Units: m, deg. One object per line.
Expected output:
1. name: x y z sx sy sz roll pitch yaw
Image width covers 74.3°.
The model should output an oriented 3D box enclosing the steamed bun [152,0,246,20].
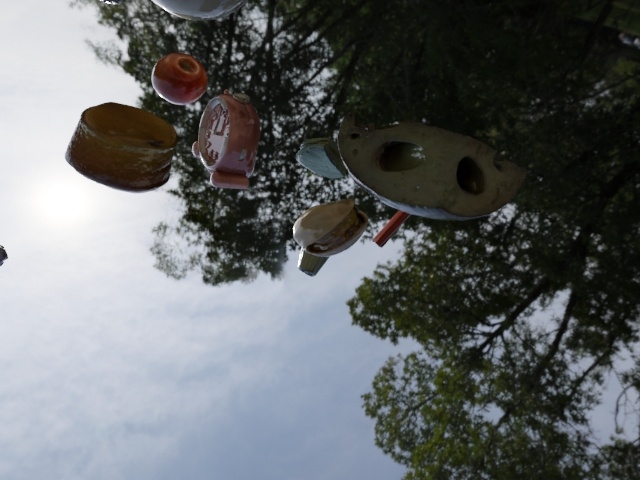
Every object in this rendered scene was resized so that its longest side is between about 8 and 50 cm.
1. steamed bun: -0.300 -0.713 0.951 0.375 0.374 0.241 23 -167 15

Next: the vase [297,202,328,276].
1. vase: 0.000 0.000 1.419 0.128 0.128 0.247 21 -106 12

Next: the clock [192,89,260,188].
1. clock: -0.247 -0.299 1.202 0.142 0.241 0.227 -2 -141 -38

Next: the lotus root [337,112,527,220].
1. lotus root: 0.166 -0.116 0.735 0.210 0.141 0.314 20 -172 -35

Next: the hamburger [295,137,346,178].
1. hamburger: -0.001 -0.169 0.859 0.084 0.054 0.121 4 167 28

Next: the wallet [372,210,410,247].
1. wallet: 0.280 -0.058 1.599 0.045 0.204 0.142 42 -175 0

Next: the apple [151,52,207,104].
1. apple: -0.433 -0.502 1.311 0.164 0.139 0.163 13 -112 -35

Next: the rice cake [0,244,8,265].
1. rice cake: -0.612 -0.007 0.720 0.055 0.270 0.049 -39 -97 -25

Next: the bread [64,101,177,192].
1. bread: -0.408 -0.191 0.891 0.196 0.142 0.269 21 -157 -15

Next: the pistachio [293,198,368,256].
1. pistachio: 0.026 -0.037 1.180 0.157 0.230 0.157 25 -126 -40

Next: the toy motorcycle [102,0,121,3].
1. toy motorcycle: -0.386 -0.591 0.767 0.089 0.171 0.297 -2 -103 -53
